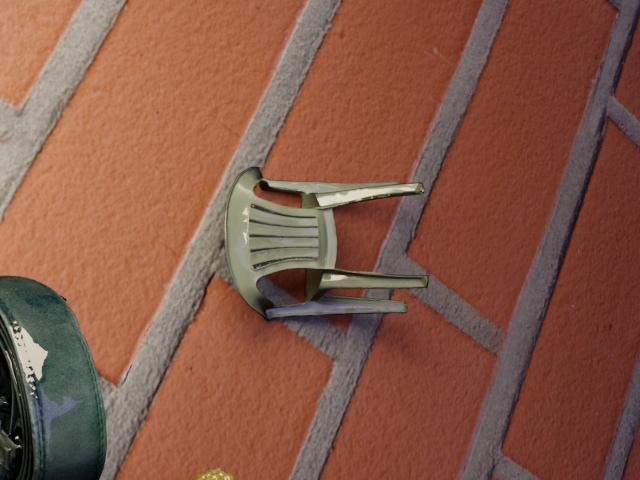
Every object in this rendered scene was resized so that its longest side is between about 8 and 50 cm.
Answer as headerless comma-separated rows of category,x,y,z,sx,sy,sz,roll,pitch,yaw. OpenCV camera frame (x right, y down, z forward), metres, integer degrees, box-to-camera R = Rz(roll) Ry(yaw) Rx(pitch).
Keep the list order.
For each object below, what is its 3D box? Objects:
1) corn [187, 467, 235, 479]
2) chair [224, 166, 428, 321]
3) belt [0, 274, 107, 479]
corn,-0.202,0.362,1.473,0.244,0.093,0.093,-22,96,-37
chair,0.000,0.000,1.640,0.275,0.190,0.203,-3,83,-9
belt,-0.329,0.168,1.338,0.116,0.206,0.267,-7,77,-38
